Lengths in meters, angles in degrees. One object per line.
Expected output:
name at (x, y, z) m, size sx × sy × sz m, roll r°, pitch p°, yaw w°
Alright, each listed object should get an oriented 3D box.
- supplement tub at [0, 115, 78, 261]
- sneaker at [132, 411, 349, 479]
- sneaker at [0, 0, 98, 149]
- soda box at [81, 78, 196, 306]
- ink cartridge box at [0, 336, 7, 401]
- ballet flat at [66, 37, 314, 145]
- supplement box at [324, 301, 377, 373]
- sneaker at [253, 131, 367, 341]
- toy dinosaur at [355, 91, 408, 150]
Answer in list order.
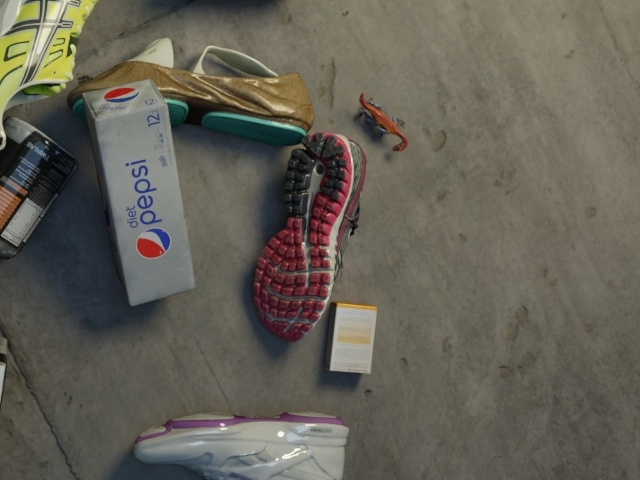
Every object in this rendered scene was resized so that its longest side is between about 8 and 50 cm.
supplement tub at (-0.416, -0.058, 1.868) m, size 0.117 × 0.117 × 0.190 m, roll 36°, pitch 84°, yaw -13°
sneaker at (-0.107, 0.313, 1.961) m, size 0.305 × 0.114 × 0.152 m, roll 2°, pitch 90°, yaw -14°
sneaker at (-0.365, -0.269, 1.843) m, size 0.147 × 0.145 × 0.385 m, roll 43°, pitch 71°, yaw -8°
soda box at (-0.237, -0.061, 1.868) m, size 0.098 × 0.091 × 0.286 m, roll -15°, pitch 123°, yaw -13°
ink cartridge box at (-0.443, 0.283, 1.777) m, size 0.072 × 0.303 × 0.307 m, roll 7°, pitch 91°, yaw -14°
ballet flat at (-0.173, -0.210, 1.938) m, size 0.342 × 0.116 × 0.124 m, roll 5°, pitch 71°, yaw -15°
supplement box at (0.043, 0.140, 2.034) m, size 0.062 × 0.036 × 0.098 m, roll 7°, pitch 90°, yaw -15°
sneaker at (0.000, 0.000, 1.986) m, size 0.120 × 0.112 × 0.299 m, roll 22°, pitch 99°, yaw 26°
toy dinosaur at (0.089, -0.162, 2.023) m, size 0.082 × 0.090 × 0.047 m, roll 42°, pitch 98°, yaw 19°
